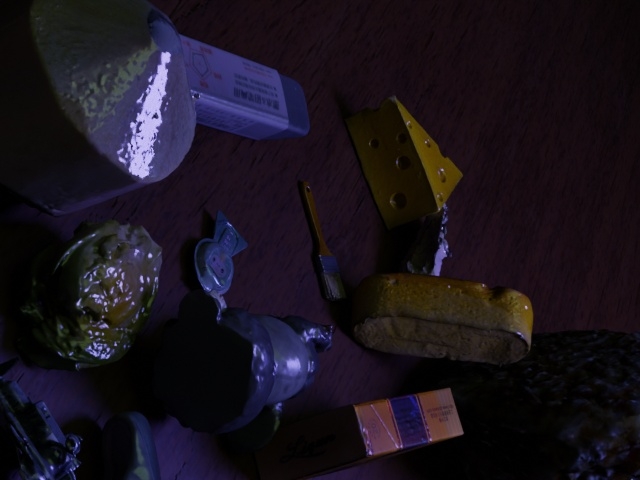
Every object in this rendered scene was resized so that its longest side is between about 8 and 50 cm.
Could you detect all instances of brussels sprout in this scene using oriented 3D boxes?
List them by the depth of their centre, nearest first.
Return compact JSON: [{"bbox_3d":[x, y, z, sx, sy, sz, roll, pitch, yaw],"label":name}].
[{"bbox_3d":[-0.232,0.052,1.526,0.139,0.100,0.181,66,28,-23],"label":"brussels sprout"}]

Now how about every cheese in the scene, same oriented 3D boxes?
[{"bbox_3d":[-0.122,0.020,1.776,0.067,0.026,0.121,53,34,-24],"label":"cheese"},{"bbox_3d":[0.113,-0.123,2.166,0.171,0.093,0.126,58,33,-14],"label":"cheese"}]

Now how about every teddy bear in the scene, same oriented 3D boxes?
[{"bbox_3d":[-0.096,0.149,1.654,0.251,0.144,0.171,21,88,-69],"label":"teddy bear"}]

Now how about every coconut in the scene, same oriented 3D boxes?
[{"bbox_3d":[-0.240,-0.153,1.490,0.239,0.244,0.239,35,45,-44],"label":"coconut"}]

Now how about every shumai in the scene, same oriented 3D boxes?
[{"bbox_3d":[0.341,0.316,2.072,0.395,0.395,0.348,-25,118,-59],"label":"shumai"}]

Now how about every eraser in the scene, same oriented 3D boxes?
[{"bbox_3d":[-0.136,-0.191,1.853,0.352,0.061,0.089,14,59,-54],"label":"eraser"}]

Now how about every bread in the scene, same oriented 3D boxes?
[{"bbox_3d":[0.161,0.099,1.991,0.102,0.245,0.094,96,0,-58],"label":"bread"}]

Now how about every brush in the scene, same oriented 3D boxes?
[{"bbox_3d":[0.000,0.000,1.991,0.043,0.014,0.170,4,68,-58],"label":"brush"}]

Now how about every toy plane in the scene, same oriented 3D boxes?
[{"bbox_3d":[-0.268,0.181,1.403,0.160,0.082,0.234,-26,95,-86],"label":"toy plane"}]

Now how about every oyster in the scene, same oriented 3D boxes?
[{"bbox_3d":[0.151,0.027,2.155,0.133,0.072,0.209,84,13,-51],"label":"oyster"}]

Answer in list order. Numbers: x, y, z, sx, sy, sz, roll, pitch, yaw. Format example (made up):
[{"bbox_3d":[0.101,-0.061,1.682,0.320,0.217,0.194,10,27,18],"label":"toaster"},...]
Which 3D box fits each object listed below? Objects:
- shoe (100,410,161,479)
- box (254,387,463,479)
[{"bbox_3d":[-0.194,0.264,1.478,0.078,0.079,0.195,4,66,-40],"label":"shoe"},{"bbox_3d":[0.047,0.233,1.787,0.237,0.152,0.070,-3,74,-58],"label":"box"}]
